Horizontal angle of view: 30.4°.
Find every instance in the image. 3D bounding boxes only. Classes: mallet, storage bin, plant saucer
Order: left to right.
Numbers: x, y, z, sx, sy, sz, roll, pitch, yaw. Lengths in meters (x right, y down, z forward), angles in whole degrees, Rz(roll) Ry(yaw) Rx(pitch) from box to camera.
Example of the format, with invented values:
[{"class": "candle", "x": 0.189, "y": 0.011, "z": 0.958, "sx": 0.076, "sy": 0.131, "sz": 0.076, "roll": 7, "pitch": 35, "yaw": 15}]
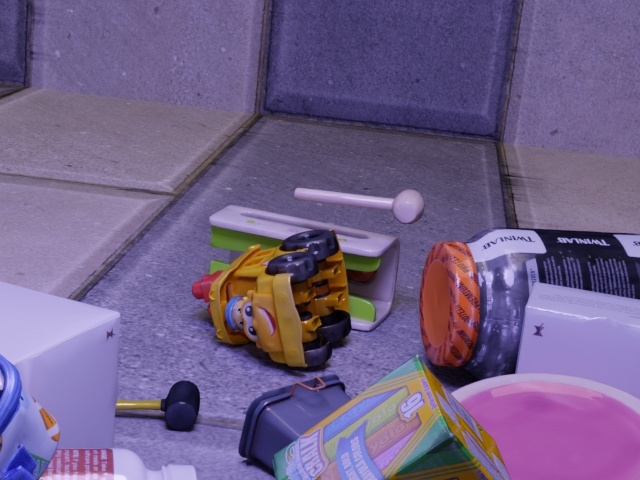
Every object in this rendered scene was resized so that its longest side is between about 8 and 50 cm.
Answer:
[{"class": "mallet", "x": -0.229, "y": 0.190, "z": 1.329, "sx": 0.190, "sy": 0.039, "sz": 0.062, "roll": -2, "pitch": 19, "yaw": -10}, {"class": "storage bin", "x": -0.003, "y": 0.204, "z": 1.259, "sx": 0.135, "sy": 0.098, "sz": 0.091, "roll": -10, "pitch": 32, "yaw": -43}, {"class": "plant saucer", "x": 0.222, "y": 0.228, "z": 1.148, "sx": 0.332, "sy": 0.084, "sz": 0.332, "roll": -2, "pitch": 25, "yaw": 1}]

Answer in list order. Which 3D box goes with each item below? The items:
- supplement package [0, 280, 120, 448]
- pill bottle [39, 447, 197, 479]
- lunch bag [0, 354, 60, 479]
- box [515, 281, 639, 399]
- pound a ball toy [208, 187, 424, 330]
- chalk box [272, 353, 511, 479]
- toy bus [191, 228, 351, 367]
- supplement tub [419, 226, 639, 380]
[{"class": "supplement package", "x": -0.371, "y": 0.142, "z": 1.175, "sx": 0.293, "sy": 0.177, "sz": 0.175, "roll": 12, "pitch": 17, "yaw": 22}, {"class": "pill bottle", "x": -0.216, "y": 0.237, "z": 1.001, "sx": 0.216, "sy": 0.121, "sz": 0.121, "roll": 2, "pitch": 16, "yaw": -12}, {"class": "lunch bag", "x": -0.346, "y": 0.194, "z": 0.874, "sx": 0.243, "sy": 0.115, "sz": 0.303, "roll": 12, "pitch": 55, "yaw": 29}, {"class": "box", "x": 0.315, "y": 0.159, "z": 1.352, "sx": 0.181, "sy": 0.181, "sz": 0.119, "roll": 10, "pitch": 15, "yaw": 13}, {"class": "pound a ball toy", "x": 0.000, "y": 0.000, "z": 1.747, "sx": 0.319, "sy": 0.208, "sz": 0.136, "roll": 10, "pitch": 17, "yaw": 18}, {"class": "chalk box", "x": 0.047, "y": 0.228, "z": 1.005, "sx": 0.213, "sy": 0.132, "sz": 0.132, "roll": -38, "pitch": 25, "yaw": 9}, {"class": "toy bus", "x": -0.079, "y": 0.079, "z": 1.592, "sx": 0.212, "sy": 0.149, "sz": 0.220, "roll": -3, "pitch": 16, "yaw": 17}, {"class": "supplement tub", "x": 0.314, "y": 0.088, "z": 1.554, "sx": 0.338, "sy": 0.207, "sz": 0.207, "roll": 3, "pitch": 16, "yaw": -12}]
